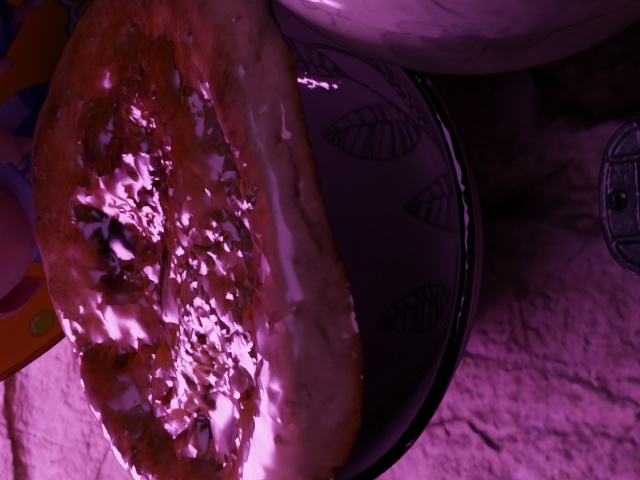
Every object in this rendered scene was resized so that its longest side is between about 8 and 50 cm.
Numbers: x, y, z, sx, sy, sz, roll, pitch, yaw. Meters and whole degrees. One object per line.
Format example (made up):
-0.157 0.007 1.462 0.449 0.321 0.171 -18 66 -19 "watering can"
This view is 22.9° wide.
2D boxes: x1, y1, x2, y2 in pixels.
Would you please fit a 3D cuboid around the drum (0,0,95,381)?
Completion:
-0.302 -0.103 1.043 0.214 0.431 0.431 38 113 37 "drum"

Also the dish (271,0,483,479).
0.000 0.000 0.976 0.316 0.106 0.316 3 95 44 "dish"

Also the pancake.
-0.080 0.013 0.914 0.356 0.065 0.356 27 122 54 "pancake"

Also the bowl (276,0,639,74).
0.080 -0.210 0.821 0.307 0.163 0.307 -2 61 4 "bowl"

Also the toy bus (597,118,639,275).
0.235 -0.027 0.774 0.194 0.089 0.087 -7 83 41 "toy bus"
